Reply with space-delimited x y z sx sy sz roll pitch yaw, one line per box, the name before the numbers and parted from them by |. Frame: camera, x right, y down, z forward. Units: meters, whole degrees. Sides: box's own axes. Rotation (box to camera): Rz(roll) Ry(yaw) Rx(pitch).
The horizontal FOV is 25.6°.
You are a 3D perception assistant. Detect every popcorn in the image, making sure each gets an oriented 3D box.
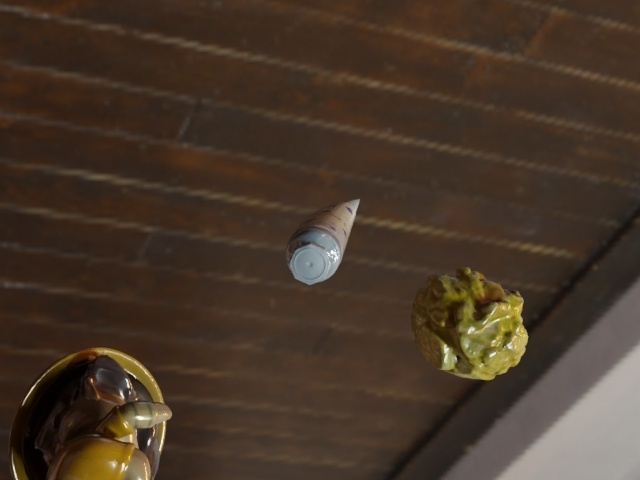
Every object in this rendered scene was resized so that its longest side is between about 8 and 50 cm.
popcorn | 0.150 0.084 1.396 0.116 0.121 0.106 -27 -173 1

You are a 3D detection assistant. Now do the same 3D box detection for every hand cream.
hand cream | 0.000 0.000 1.133 0.065 0.171 0.043 -30 97 11

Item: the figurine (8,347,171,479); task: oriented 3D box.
figurine | -0.238 0.214 1.453 0.167 0.192 0.257 18 -178 -11
